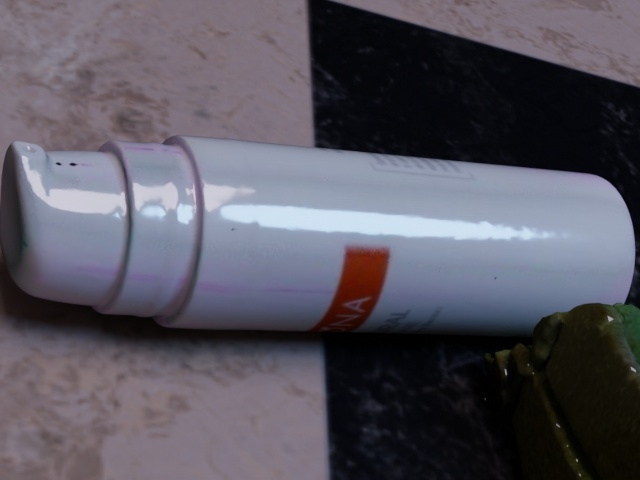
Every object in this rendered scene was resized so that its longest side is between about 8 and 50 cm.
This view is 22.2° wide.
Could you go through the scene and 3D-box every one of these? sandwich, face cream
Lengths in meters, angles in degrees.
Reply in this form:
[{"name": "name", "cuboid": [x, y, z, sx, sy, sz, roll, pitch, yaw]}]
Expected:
[{"name": "sandwich", "cuboid": [0.223, 0.140, 0.815, 0.212, 0.109, 0.292, 5, 41, -22]}, {"name": "face cream", "cuboid": [0.000, 0.000, 0.866, 0.346, 0.102, 0.102, 3, 43, -25]}]
